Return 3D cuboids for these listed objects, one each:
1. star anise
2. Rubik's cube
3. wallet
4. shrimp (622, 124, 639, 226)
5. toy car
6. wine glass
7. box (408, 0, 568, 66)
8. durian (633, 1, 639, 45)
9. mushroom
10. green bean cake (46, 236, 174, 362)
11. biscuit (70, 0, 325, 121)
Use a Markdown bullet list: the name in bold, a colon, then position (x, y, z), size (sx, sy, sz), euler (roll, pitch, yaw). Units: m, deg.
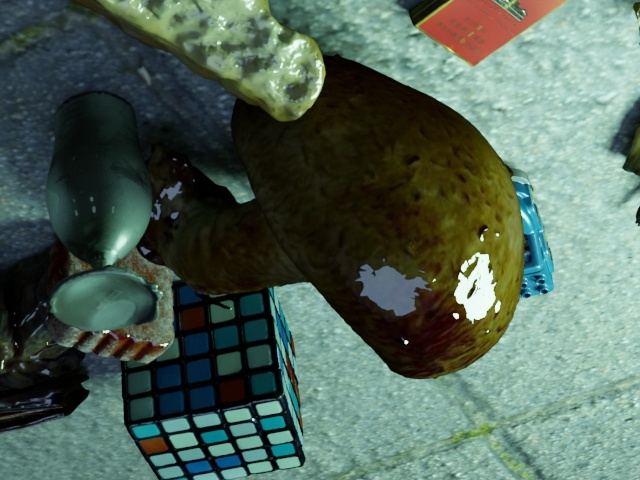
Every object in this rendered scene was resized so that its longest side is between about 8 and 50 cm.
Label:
- **star anise**: position (-0.363, 0.109, 1.431), size (0.223, 0.109, 0.236), euler (-17, 146, 19)
- **Rubik's cube**: position (-0.124, 0.165, 1.488), size (0.184, 0.182, 0.187), euler (-11, 144, 3)
- **wallet**: position (-0.386, 0.206, 1.542), size (0.196, 0.042, 0.161), euler (-12, -179, 0)
- **shrimp**: position (0.390, -0.097, 1.341), size (0.145, 0.059, 0.254), euler (19, 136, -29)
- **toy car**: position (0.204, 0.012, 1.415), size (0.097, 0.100, 0.191), euler (-14, 140, 13)
- **wine glass**: position (-0.201, -0.030, 1.167), size (0.103, 0.222, 0.103), euler (-6, 145, -4)
- **box**: position (0.160, -0.219, 1.154), size (0.133, 0.023, 0.090), euler (-33, 140, 30)
- **durian**: position (0.358, -0.228, 1.128), size (0.078, 0.140, 0.224), euler (-42, 145, -32)
- **mushroom**: position (0.002, -0.013, 1.174), size (0.356, 0.334, 0.331), euler (-19, 145, -4)
- **green bean cake**: position (-0.226, 0.059, 1.359), size (0.136, 0.135, 0.056), euler (17, 138, -30)
- **biscuit**: position (-0.129, -0.199, 0.984), size (0.274, 0.213, 0.091), euler (26, 95, -44)
